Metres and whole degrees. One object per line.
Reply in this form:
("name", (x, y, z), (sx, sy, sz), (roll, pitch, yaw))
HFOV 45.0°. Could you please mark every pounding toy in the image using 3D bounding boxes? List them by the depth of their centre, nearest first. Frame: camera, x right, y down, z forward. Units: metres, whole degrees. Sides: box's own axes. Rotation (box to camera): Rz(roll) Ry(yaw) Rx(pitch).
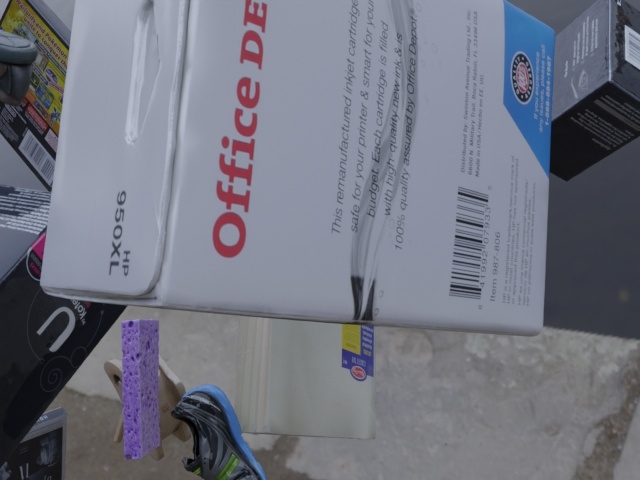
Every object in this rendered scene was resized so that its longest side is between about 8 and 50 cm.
("pounding toy", (-0.346, 0.293, 1.407), (0.154, 0.269, 0.155), (31, 46, 35))

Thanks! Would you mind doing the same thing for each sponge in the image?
("sponge", (-0.281, 0.229, 1.215), (0.031, 0.117, 0.210), (-3, 83, 2))

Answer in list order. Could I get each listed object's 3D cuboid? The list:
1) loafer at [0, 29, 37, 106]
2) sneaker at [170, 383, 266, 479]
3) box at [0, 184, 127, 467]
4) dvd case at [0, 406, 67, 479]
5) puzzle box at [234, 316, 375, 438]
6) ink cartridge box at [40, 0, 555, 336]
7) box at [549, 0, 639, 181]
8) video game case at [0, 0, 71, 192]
("loafer", (-0.489, -0.247, 0.994), (0.268, 0.084, 0.096), (21, 24, 15))
("sneaker", (-0.116, 0.262, 0.895), (0.078, 0.188, 0.067), (-24, -8, -29))
("box", (-0.357, 0.087, 0.857), (0.143, 0.165, 0.270), (9, 49, 29))
("dvd case", (-0.590, 0.456, 1.521), (0.179, 0.238, 0.029), (-17, 38, -42))
("puzzle box", (-0.005, 0.156, 1.148), (0.052, 0.409, 0.272), (-6, 73, 22))
("ink cartridge box", (0.010, -0.078, 0.613), (0.166, 0.395, 0.285), (-2, 81, 47))
("box", (0.323, -0.183, 0.934), (0.158, 0.093, 0.156), (-39, 30, 51))
("video game case", (-0.490, -0.260, 1.357), (0.248, 0.275, 0.035), (-49, -14, 30))
